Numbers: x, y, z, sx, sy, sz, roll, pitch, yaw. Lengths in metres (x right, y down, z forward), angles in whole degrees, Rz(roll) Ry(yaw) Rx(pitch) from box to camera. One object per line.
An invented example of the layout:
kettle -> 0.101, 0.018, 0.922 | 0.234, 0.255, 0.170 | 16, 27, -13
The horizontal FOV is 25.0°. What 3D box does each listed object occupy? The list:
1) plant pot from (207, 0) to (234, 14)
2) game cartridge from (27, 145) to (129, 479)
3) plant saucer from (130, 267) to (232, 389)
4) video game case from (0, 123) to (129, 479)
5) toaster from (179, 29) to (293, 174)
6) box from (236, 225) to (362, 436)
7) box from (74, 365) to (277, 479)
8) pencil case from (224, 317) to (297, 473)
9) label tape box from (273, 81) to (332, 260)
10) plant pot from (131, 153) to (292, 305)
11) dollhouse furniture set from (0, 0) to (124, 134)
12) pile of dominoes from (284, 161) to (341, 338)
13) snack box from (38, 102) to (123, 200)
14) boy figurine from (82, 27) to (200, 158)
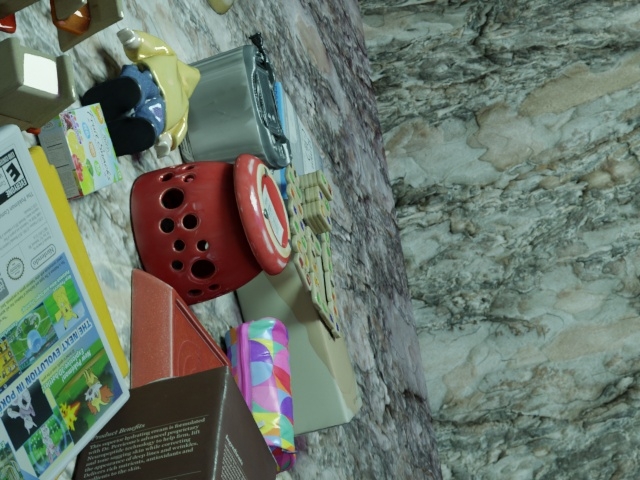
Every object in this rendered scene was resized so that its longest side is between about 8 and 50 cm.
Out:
plant pot -> -0.195, -0.520, 2.567 | 0.236, 0.032, 0.236 | -15, 90, -76
game cartridge -> -0.298, 0.072, 1.463 | 0.323, 0.053, 0.285 | -68, 141, -73
plant saucer -> -0.169, 0.199, 1.857 | 0.259, 0.048, 0.258 | 58, 21, -50
video game case -> -0.305, 0.090, 1.261 | 0.329, 0.036, 0.299 | -50, 124, -58
toaster -> -0.140, -0.197, 2.188 | 0.129, 0.147, 0.226 | 13, 64, -76
box -> -0.040, 0.143, 2.290 | 0.148, 0.121, 0.311 | -34, 109, -77
box -> -0.155, 0.275, 1.559 | 0.203, 0.169, 0.167 | -86, 157, -53
pencil case -> -0.087, 0.224, 2.065 | 0.104, 0.104, 0.236 | 60, 19, -49
label tape box -> -0.052, -0.068, 2.495 | 0.347, 0.115, 0.249 | 56, 24, -52
plant pot -> -0.140, -0.020, 1.945 | 0.191, 0.174, 0.191 | -15, 90, -79
dollhouse furniture set -> -0.334, -0.233, 1.430 | 0.262, 0.135, 0.259 | 14, 58, -52
pile of dominoes -> 0.000, 0.000, 2.255 | 0.196, 0.040, 0.251 | 58, 20, -52
snack box -> -0.286, -0.106, 1.716 | 0.141, 0.037, 0.100 | -43, 119, -76
boy figurine -> -0.232, -0.204, 1.939 | 0.285, 0.092, 0.177 | -69, 142, -70
